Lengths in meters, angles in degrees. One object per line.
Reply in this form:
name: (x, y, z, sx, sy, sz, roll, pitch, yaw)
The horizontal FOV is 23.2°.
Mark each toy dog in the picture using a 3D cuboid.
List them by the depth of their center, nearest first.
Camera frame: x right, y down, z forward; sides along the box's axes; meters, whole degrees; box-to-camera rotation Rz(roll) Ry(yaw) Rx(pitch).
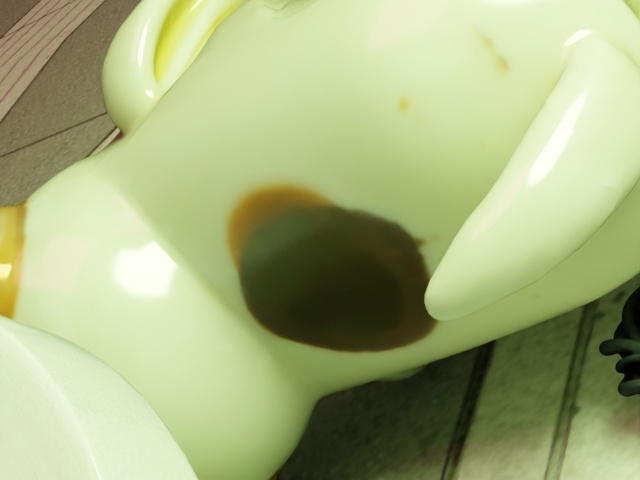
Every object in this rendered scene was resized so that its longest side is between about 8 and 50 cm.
toy dog: (0.000, 0.000, 0.801, 0.408, 0.284, 0.395, -37, 31, 19)

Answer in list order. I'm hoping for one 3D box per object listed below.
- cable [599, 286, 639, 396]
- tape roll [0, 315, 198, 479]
cable: (0.196, 0.029, 0.686, 0.150, 0.047, 0.184, -35, 23, 10)
tape roll: (-0.202, 0.212, 0.654, 0.392, 0.072, 0.392, -14, 65, 33)
